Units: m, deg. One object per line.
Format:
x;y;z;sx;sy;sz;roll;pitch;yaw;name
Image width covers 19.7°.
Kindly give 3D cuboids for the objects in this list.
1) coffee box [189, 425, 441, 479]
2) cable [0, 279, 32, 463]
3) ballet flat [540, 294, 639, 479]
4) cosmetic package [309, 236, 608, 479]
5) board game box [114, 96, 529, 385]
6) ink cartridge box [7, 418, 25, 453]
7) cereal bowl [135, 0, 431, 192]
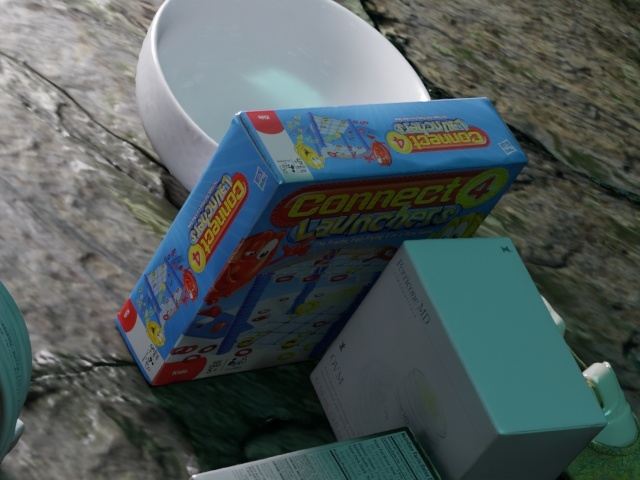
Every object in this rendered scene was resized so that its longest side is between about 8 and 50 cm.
-0.021;0.262;1.631;0.246;0.141;0.098;-7;55;-40;coffee box
-0.348;0.094;1.417;0.257;0.257;0.089;27;30;0;cable
0.244;0.141;1.944;0.348;0.123;0.123;47;42;15;ballet flat
0.125;0.151;1.769;0.138;0.224;0.224;-1;51;-34;cosmetic package
0.000;0.000;1.775;0.308;0.302;0.086;-7;55;-37;board game box
-0.400;0.161;1.548;0.224;0.045;0.223;37;41;4;ink cartridge box
-0.050;-0.125;1.988;0.339;0.141;0.339;19;43;-18;cereal bowl
